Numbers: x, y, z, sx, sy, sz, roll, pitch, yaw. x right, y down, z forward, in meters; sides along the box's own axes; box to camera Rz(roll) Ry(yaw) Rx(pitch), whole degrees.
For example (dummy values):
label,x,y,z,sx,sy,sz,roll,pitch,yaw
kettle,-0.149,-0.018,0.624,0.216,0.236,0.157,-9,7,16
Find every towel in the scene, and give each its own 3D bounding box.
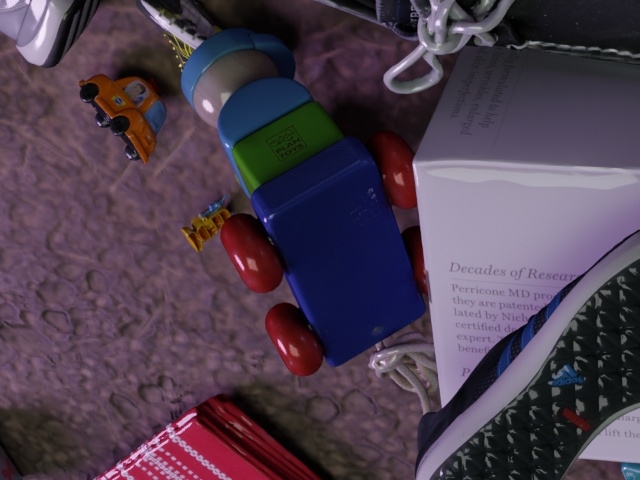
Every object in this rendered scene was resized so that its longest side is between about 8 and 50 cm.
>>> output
label,x,y,z,sx,sy,sz,roll,pitch,yaw
towel,-0.087,0.225,1.192,0.199,0.031,0.275,40,130,-16

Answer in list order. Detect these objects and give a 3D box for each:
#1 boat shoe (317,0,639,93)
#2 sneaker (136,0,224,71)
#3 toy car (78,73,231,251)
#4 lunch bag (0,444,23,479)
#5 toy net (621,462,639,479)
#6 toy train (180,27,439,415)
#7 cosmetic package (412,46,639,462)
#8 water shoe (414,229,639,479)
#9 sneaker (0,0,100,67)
label,x,y,z,sx,sy,sz,roll,pitch,yaw
boat shoe,0.060,-0.131,0.785,0.306,0.105,0.113,25,152,10
sneaker,-0.071,-0.107,0.931,0.083,0.031,0.035,37,129,-11
toy car,-0.094,-0.053,0.990,0.040,0.060,0.122,-40,134,-8
lunch bag,-0.253,0.173,1.172,0.053,0.083,0.071,-10,121,25
toy net,0.215,0.140,1.006,0.232,0.045,0.122,43,140,-22
toy train,0.000,0.000,0.934,0.105,0.143,0.248,-30,145,-5
cosmetic package,0.144,-0.002,0.861,0.151,0.151,0.183,2,126,18
water shoe,0.116,0.047,0.766,0.203,0.080,0.073,-42,110,12
sneaker,-0.161,-0.199,0.859,0.132,0.086,0.228,28,131,-1
